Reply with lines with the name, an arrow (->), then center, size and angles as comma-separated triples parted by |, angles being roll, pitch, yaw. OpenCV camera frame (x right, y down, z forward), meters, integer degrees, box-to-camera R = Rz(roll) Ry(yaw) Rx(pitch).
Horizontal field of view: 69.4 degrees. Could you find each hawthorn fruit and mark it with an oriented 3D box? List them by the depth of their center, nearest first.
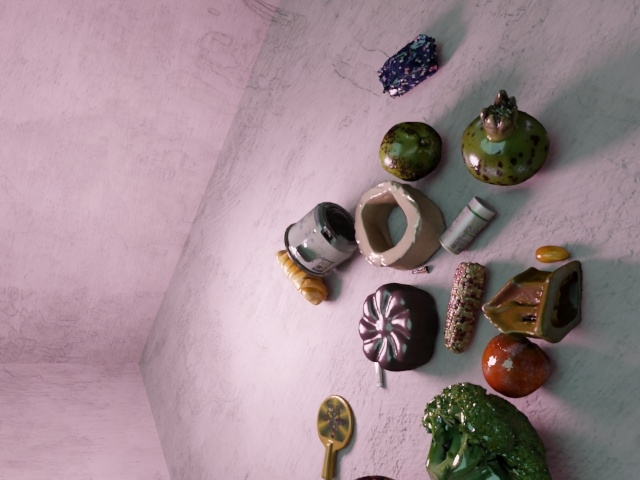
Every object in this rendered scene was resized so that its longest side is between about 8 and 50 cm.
hawthorn fruit -> 0.526, 0.343, 1.259 | 0.172, 0.172, 0.173 | -17, 68, 48

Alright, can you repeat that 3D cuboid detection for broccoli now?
broccoli -> 0.427, 0.559, 1.217 | 0.309, 0.321, 0.414 | -9, 115, 15

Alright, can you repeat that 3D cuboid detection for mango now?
mango -> 0.642, 0.040, 1.279 | 0.089, 0.060, 0.046 | 8, 127, 50

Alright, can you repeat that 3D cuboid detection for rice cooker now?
rice cooker -> 0.000, 0.000, 1.923 | 0.264, 0.317, 0.316 | 49, 130, -5

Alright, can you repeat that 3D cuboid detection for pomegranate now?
pomegranate -> 0.537, -0.284, 1.316 | 0.306, 0.242, 0.243 | 87, -176, -76
pomegranate -> 0.311, -0.334, 1.672 | 0.277, 0.221, 0.204 | -113, 30, -59

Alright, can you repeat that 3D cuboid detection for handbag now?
handbag -> 0.342, -0.672, 1.791 | 0.260, 0.113, 0.162 | -28, 65, 44

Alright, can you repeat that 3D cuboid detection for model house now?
model house -> 0.546, 0.167, 1.245 | 0.239, 0.267, 0.174 | -8, 95, 51

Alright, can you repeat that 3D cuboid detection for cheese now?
cheese -> 0.275, -0.062, 1.686 | 0.292, 0.153, 0.332 | -48, 49, 33

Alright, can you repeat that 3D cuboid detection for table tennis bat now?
table tennis bat -> 0.049, 0.781, 1.839 | 0.198, 0.050, 0.321 | -3, 74, 49

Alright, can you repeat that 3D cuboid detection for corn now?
corn -> 0.449, 0.208, 1.447 | 0.098, 0.098, 0.290 | 13, 94, 52

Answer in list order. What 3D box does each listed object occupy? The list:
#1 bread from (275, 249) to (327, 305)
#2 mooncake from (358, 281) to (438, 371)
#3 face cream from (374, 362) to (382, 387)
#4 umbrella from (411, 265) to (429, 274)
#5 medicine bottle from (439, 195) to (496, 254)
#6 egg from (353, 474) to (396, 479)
bread -> -0.073, 0.158, 2.053 | 0.121, 0.173, 0.311 | -42, 48, -1
mooncake -> 0.264, 0.297, 1.609 | 0.306, 0.154, 0.307 | -12, 73, 47
face cream -> 0.216, 0.486, 1.722 | 0.038, 0.020, 0.115 | -26, 59, 46
umbrella -> 0.357, 0.107, 1.646 | 0.083, 0.020, 0.032 | -23, 103, 46
medicine bottle -> 0.470, -0.046, 1.490 | 0.183, 0.086, 0.086 | -54, 44, 27
egg -> 0.161, 0.936, 1.414 | 0.345, 0.344, 0.428 | 41, 118, 48
